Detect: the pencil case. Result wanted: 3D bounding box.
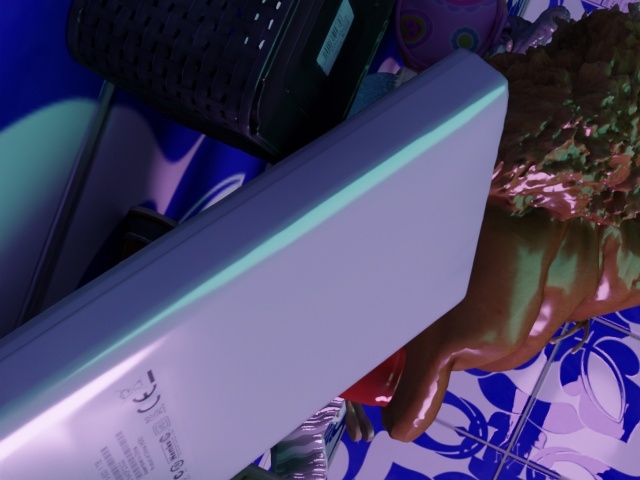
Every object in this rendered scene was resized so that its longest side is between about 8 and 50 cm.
[{"bbox_3d":[0.152,-0.223,1.032,0.284,0.124,0.124,-6,119,-80],"label":"pencil case"}]

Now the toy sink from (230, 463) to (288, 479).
[{"bbox_3d":[-0.072,0.379,1.169,0.234,0.152,0.131,-14,126,-77],"label":"toy sink"}]

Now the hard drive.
[{"bbox_3d":[-0.038,0.053,0.468,0.307,0.040,0.203,-35,151,-22],"label":"hard drive"}]

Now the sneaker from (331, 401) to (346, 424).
[{"bbox_3d":[0.032,0.210,1.494,0.256,0.094,0.151,-14,122,-66],"label":"sneaker"}]

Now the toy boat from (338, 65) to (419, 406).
[{"bbox_3d":[0.000,0.000,0.714,0.318,0.148,0.268,-74,-174,-59],"label":"toy boat"}]

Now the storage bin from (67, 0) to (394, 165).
[{"bbox_3d":[-0.028,-0.107,0.434,0.180,0.084,0.122,22,92,-81],"label":"storage bin"}]

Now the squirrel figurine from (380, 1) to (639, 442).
[{"bbox_3d":[0.241,-0.025,0.924,0.281,0.370,0.397,-114,-145,-42],"label":"squirrel figurine"}]

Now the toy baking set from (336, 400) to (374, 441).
[{"bbox_3d":[0.035,0.142,1.183,0.197,0.030,0.256,-126,-150,-49],"label":"toy baking set"}]

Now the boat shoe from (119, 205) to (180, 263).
[{"bbox_3d":[-0.093,0.026,0.517,0.043,0.049,0.137,-59,173,-25],"label":"boat shoe"}]

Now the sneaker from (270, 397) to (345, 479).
[{"bbox_3d":[-0.036,0.209,1.218,0.115,0.105,0.281,-111,-155,-49],"label":"sneaker"}]

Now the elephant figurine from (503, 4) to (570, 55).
[{"bbox_3d":[0.278,-0.278,1.431,0.169,0.186,0.239,-4,129,-55],"label":"elephant figurine"}]

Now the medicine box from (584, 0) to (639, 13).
[{"bbox_3d":[0.419,-0.489,1.329,0.149,0.289,0.263,-59,169,-24],"label":"medicine box"}]
